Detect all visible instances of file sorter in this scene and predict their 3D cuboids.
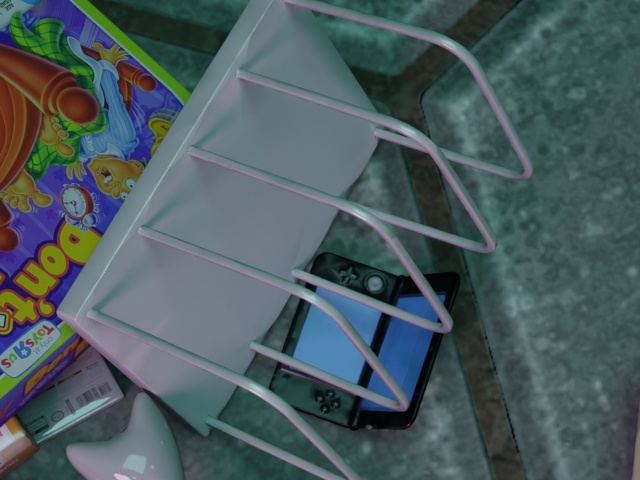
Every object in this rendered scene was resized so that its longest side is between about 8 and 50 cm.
[{"bbox_3d":[0.000,0.000,1.133,0.173,0.193,0.278,19,71,33],"label":"file sorter"}]

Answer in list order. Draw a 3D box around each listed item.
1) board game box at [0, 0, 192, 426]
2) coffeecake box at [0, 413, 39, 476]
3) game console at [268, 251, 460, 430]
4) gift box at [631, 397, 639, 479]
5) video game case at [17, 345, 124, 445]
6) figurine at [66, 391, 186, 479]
[{"bbox_3d":[-0.237,-0.017,1.154,0.233,0.078,0.347,42,56,6],"label":"board game box"},{"bbox_3d":[-0.309,0.109,1.171,0.142,0.068,0.185,-35,76,-9],"label":"coffeecake box"},{"bbox_3d":[0.031,0.069,1.208,0.107,0.071,0.122,19,72,2],"label":"game console"},{"bbox_3d":[0.346,0.208,1.098,0.255,0.276,0.258,15,68,-12],"label":"gift box"},{"bbox_3d":[-0.210,0.083,1.221,0.087,0.011,0.122,-29,76,-11],"label":"video game case"},{"bbox_3d":[-0.128,0.237,1.122,0.215,0.092,0.209,-42,87,-15],"label":"figurine"}]
